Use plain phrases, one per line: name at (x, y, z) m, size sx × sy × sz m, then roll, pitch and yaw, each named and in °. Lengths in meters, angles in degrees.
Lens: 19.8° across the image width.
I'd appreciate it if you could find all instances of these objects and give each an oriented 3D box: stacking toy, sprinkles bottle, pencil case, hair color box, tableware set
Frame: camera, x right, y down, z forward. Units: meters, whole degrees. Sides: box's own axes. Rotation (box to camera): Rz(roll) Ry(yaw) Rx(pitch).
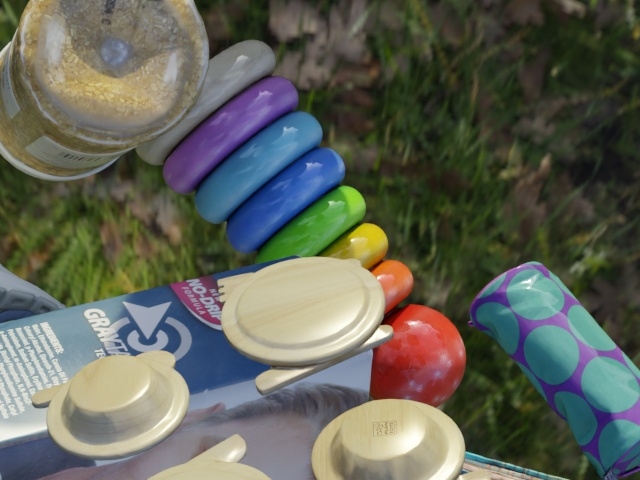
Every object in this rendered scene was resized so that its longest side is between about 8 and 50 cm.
stacking toy at (0.000, 0.000, 1.496) m, size 0.141 × 0.141 × 0.330 m, roll -39°, pitch 88°, yaw -13°
sprinkles bottle at (-0.165, -0.110, 1.279) m, size 0.121 × 0.355 × 0.121 m, roll 0°, pitch 88°, yaw -14°
pencil case at (0.163, 0.086, 1.189) m, size 0.064 × 0.070 × 0.152 m, roll -19°, pitch 62°, yaw -41°
hair color box at (-0.149, 0.138, 1.038) m, size 0.347 × 0.174 × 0.105 m, roll -13°, pitch 38°, yaw -23°
tableware set at (-0.025, 0.066, 0.671) m, size 0.141 × 0.020 × 0.169 m, roll -19°, pitch 38°, yaw -13°

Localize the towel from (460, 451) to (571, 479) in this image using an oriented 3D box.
towel at (0.101, 0.329, 1.518) m, size 0.271 × 0.370 × 0.040 m, roll 16°, pitch 31°, yaw 8°

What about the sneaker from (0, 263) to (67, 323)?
sneaker at (-0.283, 0.030, 1.404) m, size 0.111 × 0.297 × 0.129 m, roll -41°, pitch 35°, yaw 9°
